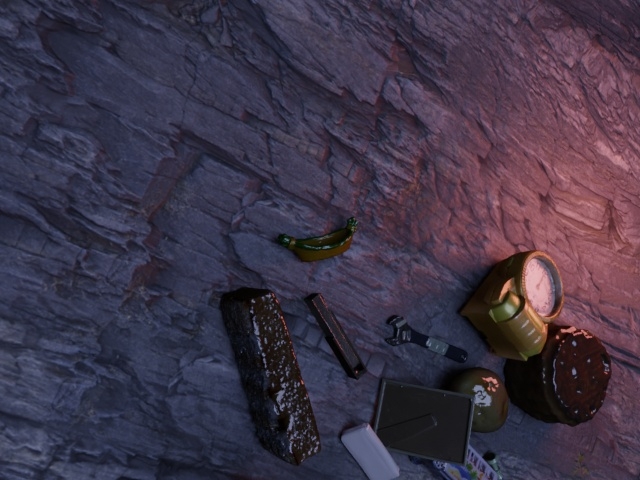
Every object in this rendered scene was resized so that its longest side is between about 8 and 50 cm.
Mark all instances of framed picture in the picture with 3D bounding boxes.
[{"bbox_3d":[0.277,0.489,1.564,0.259,0.023,0.189,7,76,15],"label":"framed picture"}]

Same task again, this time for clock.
[{"bbox_3d":[0.609,0.177,1.767,0.244,0.200,0.317,50,59,-21],"label":"clock"}]

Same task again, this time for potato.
[{"bbox_3d":[0.467,0.471,1.696,0.178,0.160,0.235,-33,117,0],"label":"potato"}]

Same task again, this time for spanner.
[{"bbox_3d":[0.316,0.306,1.696,0.315,0.024,0.087,26,78,-26],"label":"spanner"}]

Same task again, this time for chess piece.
[{"bbox_3d":[0.541,0.702,1.784,0.042,0.042,0.093,-34,107,-25],"label":"chess piece"}]

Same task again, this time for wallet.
[{"bbox_3d":[0.135,0.577,1.555,0.190,0.095,0.033,58,24,-15],"label":"wallet"}]

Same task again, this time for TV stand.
[{"bbox_3d":[0.040,0.255,1.538,0.040,0.049,0.256,-36,103,-25],"label":"TV stand"}]

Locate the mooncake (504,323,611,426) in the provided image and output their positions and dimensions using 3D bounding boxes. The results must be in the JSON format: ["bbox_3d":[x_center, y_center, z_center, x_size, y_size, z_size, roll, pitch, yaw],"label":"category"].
[{"bbox_3d":[0.761,0.424,1.831,0.324,0.187,0.324,3,84,-28],"label":"mooncake"}]

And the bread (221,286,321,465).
[{"bbox_3d":[-0.124,0.318,1.386,0.113,0.165,0.417,-19,96,-32],"label":"bread"}]

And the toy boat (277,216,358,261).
[{"bbox_3d":[0.000,0.000,1.506,0.229,0.089,0.088,-16,109,-24],"label":"toy boat"}]

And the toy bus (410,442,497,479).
[{"bbox_3d":[0.378,0.638,1.667,0.330,0.109,0.136,47,60,-17],"label":"toy bus"}]
